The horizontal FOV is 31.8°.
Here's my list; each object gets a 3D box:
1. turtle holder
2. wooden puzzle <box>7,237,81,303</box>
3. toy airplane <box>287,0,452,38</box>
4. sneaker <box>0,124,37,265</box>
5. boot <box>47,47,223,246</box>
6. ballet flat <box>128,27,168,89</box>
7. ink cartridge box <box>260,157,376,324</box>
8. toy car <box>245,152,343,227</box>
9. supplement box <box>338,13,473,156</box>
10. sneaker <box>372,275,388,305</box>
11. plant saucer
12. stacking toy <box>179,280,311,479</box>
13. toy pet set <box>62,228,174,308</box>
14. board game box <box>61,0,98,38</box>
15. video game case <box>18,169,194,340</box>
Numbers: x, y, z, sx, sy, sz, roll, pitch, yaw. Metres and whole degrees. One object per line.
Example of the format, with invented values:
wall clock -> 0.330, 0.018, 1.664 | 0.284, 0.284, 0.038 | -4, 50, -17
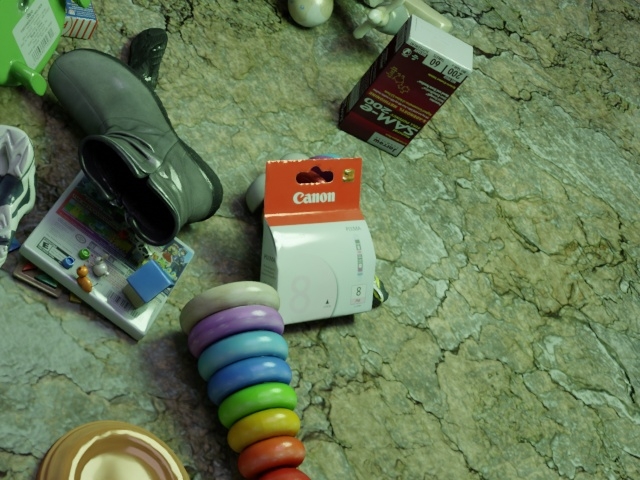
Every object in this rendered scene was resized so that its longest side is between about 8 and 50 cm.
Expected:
turtle holder -> -0.491, -0.351, 1.539 | 0.227, 0.244, 0.320 | 16, 0, 17
wooden puzzle -> -0.365, 0.036, 1.497 | 0.116, 0.014, 0.079 | 24, 44, -17
toy airplane -> 0.043, -0.516, 2.121 | 0.384, 0.272, 0.386 | 35, 4, -21
sneaker -> -0.427, -0.026, 1.453 | 0.094, 0.153, 0.235 | 12, 82, -2
boot -> -0.284, -0.146, 1.573 | 0.338, 0.118, 0.222 | 42, 15, 4
ballet flat -> -0.283, -0.293, 1.826 | 0.057, 0.049, 0.173 | 1, 42, 6
ink cartridge box -> 0.000, 0.000, 1.657 | 0.189, 0.233, 0.066 | -6, 19, -39
toy car -> -0.013, -0.072, 1.753 | 0.159, 0.136, 0.182 | 43, 42, 3
supplement box -> 0.146, -0.265, 1.955 | 0.130, 0.239, 0.073 | 25, 45, -17
sneaker -> 0.078, 0.067, 1.786 | 0.035, 0.031, 0.083 | -6, 62, -55
plant saucer -> -0.239, 0.302, 1.345 | 0.199, 0.037, 0.200 | 20, 45, -22
stacking toy -> -0.085, 0.226, 1.466 | 0.141, 0.141, 0.330 | 2, 60, -35
toy pet set -> -0.256, 0.033, 1.495 | 0.114, 0.065, 0.122 | 51, 41, 4
board game box -> -0.450, -0.416, 1.797 | 0.146, 0.045, 0.194 | 3, 54, -34
video game case -> -0.289, 0.016, 1.548 | 0.201, 0.023, 0.183 | 38, 41, -11
